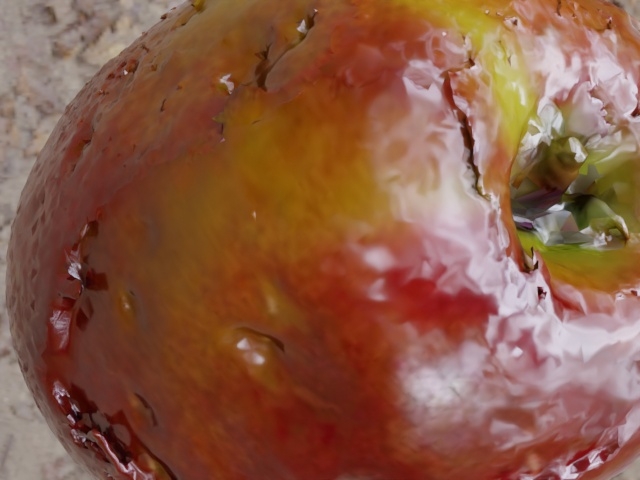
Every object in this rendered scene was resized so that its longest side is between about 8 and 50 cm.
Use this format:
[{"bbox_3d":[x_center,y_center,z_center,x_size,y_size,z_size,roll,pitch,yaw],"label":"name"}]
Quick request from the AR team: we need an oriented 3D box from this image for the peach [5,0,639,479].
[{"bbox_3d":[0.000,0.000,0.697,0.353,0.417,0.339,-9,89,-36],"label":"peach"}]
